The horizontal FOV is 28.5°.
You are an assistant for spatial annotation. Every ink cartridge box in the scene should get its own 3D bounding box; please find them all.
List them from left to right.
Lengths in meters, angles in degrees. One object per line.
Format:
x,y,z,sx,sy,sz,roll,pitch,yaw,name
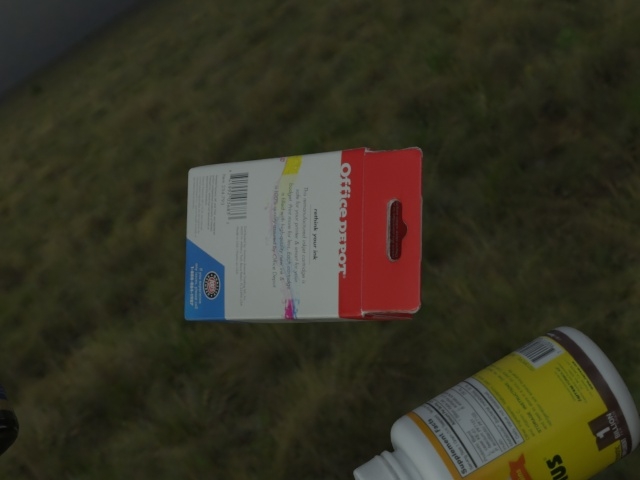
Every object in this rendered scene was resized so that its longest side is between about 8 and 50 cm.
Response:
0.000,0.000,1.033,0.231,0.134,0.078,-3,-7,35,ink cartridge box

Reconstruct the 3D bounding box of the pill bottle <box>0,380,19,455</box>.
-0.360,0.099,1.104,0.123,0.219,0.123,-27,-18,-10,pill bottle

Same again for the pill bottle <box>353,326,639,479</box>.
0.138,0.166,1.007,0.215,0.117,0.117,-29,12,-8,pill bottle
